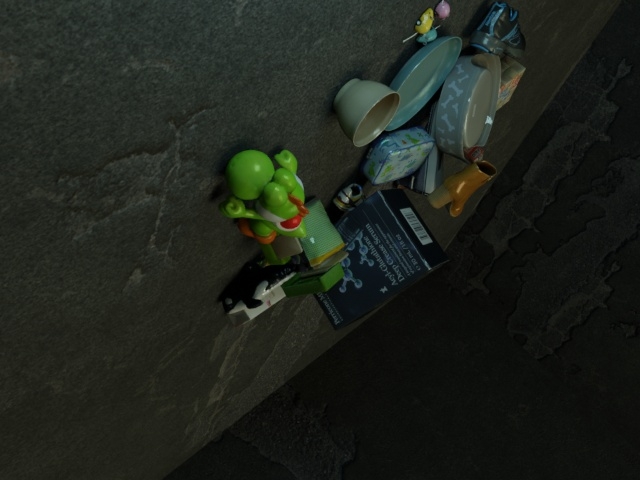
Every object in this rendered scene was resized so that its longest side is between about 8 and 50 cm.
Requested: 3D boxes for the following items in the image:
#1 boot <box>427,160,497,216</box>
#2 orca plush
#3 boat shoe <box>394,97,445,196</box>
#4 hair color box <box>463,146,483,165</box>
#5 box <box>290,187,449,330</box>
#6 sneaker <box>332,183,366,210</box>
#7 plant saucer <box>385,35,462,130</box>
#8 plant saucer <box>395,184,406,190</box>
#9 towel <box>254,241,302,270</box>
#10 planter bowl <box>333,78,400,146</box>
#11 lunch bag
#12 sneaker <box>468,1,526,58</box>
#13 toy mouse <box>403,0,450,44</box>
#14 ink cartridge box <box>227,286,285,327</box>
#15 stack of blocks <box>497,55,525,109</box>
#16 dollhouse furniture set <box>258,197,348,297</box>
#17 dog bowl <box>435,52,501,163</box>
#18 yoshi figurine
[{"bbox_3d":[0.488,-0.174,2.140,0.211,0.104,0.295,-33,165,25],"label":"boot"},{"bbox_3d":[-0.182,0.112,1.899,0.287,0.102,0.151,-22,-153,28],"label":"orca plush"},{"bbox_3d":[0.330,-0.313,2.154,0.127,0.158,0.340,-34,135,-52],"label":"boat shoe"},{"bbox_3d":[0.531,-0.354,2.442,0.053,0.167,0.093,-46,162,-1],"label":"hair color box"},{"bbox_3d":[0.158,0.059,2.124,0.395,0.293,0.212,-38,169,26],"label":"box"},{"bbox_3d":[0.116,-0.142,2.105,0.084,0.069,0.185,-49,165,25],"label":"sneaker"},{"bbox_3d":[0.270,-0.443,1.815,0.318,0.044,0.317,-42,166,-14],"label":"plant saucer"},{"bbox_3d":[0.337,-0.252,2.448,0.168,0.029,0.168,-41,163,-16],"label":"plant saucer"},{"bbox_3d":[-0.121,0.042,2.048,0.237,0.021,0.102,-36,165,-34],"label":"towel"},{"bbox_3d":[0.099,-0.325,1.587,0.162,0.109,0.162,-42,162,-17],"label":"planter bowl"},{"bbox_3d":[0.237,-0.262,2.034,0.219,0.090,0.176,-19,152,-34],"label":"lunch bag"},{"bbox_3d":[0.567,-0.636,1.973,0.341,0.125,0.139,-27,144,-58],"label":"sneaker"},{"bbox_3d":[0.292,-0.552,1.663,0.161,0.031,0.143,-53,162,20],"label":"toy mouse"},{"bbox_3d":[-0.191,0.191,2.076,0.198,0.067,0.115,-32,179,-38],"label":"ink cartridge box"},{"bbox_3d":[0.592,-0.519,2.351,0.297,0.087,0.171,-38,161,-26],"label":"stack of blocks"},{"bbox_3d":[0.000,0.000,1.806,0.151,0.197,0.301,-17,-167,39],"label":"dollhouse furniture set"},{"bbox_3d":[0.463,-0.420,2.050,0.349,0.102,0.348,-41,140,-48],"label":"dog bowl"},{"bbox_3d":[-0.133,-0.113,1.501,0.203,0.203,0.362,-2,170,-6],"label":"yoshi figurine"}]
